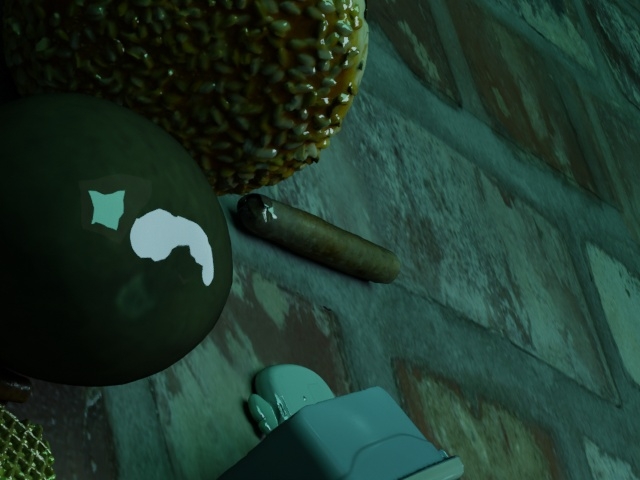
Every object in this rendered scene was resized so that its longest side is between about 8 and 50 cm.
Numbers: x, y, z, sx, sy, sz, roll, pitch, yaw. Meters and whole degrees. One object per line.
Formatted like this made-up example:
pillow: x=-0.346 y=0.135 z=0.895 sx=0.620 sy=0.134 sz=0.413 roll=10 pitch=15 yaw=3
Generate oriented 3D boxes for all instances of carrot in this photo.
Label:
carrot: x=-0.249 y=0.100 z=1.266 sx=0.093 sy=0.032 sz=0.032 roll=30 pitch=37 yaw=-55

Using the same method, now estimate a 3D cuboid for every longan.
longan: x=-0.178 y=0.001 z=1.272 sx=0.248 sy=0.248 sz=0.248 roll=43 pitch=29 yaw=-31

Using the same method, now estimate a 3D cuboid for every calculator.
calculator: x=-0.022 y=0.161 z=1.636 sx=0.153 sy=0.021 sz=0.095 roll=6 pitch=57 yaw=-64

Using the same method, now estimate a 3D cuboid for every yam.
yam: x=0.000 y=0.000 z=1.826 sx=0.264 sy=0.046 sz=0.046 roll=22 pitch=43 yaw=-53

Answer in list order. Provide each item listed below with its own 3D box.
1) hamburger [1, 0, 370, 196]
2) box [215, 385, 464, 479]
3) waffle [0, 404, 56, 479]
hamburger: x=-0.110 y=-0.204 z=1.519 sx=0.330 sy=0.330 sz=0.250 roll=48 pitch=20 yaw=-23
box: x=0.009 y=0.220 z=1.475 sx=0.130 sy=0.162 sz=0.227 roll=53 pitch=22 yaw=13
waffle: x=-0.225 y=0.155 z=1.268 sx=0.085 sy=0.016 sz=0.078 roll=22 pitch=48 yaw=-52
